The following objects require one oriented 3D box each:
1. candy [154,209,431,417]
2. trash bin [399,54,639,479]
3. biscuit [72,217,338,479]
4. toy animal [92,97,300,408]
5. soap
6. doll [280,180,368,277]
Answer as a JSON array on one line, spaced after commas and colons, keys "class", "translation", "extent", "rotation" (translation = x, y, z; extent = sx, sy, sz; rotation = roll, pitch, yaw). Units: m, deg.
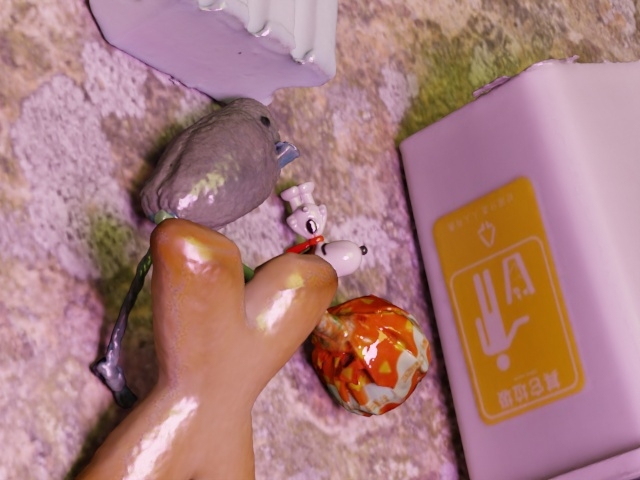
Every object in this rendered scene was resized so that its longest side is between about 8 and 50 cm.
[{"class": "candy", "translation": [-0.023, 0.045, 1.310], "extent": [0.288, 0.078, 0.084], "rotation": [33, 92, -46]}, {"class": "trash bin", "translation": [0.235, 0.054, 1.502], "extent": [0.296, 0.256, 0.367], "rotation": [-6, 74, -41]}, {"class": "biscuit", "translation": [-0.073, 0.098, 1.216], "extent": [0.164, 0.047, 0.208], "rotation": [16, 94, -44]}, {"class": "toy animal", "translation": [-0.090, -0.011, 1.283], "extent": [0.079, 0.070, 0.253], "rotation": [40, 51, -16]}, {"class": "soap", "translation": [-0.069, -0.258, 1.368], "extent": [0.173, 0.095, 0.289], "rotation": [25, 59, -41]}, {"class": "doll", "translation": [-0.007, 0.001, 1.393], "extent": [0.058, 0.040, 0.085], "rotation": [-39, 86, -8]}]
